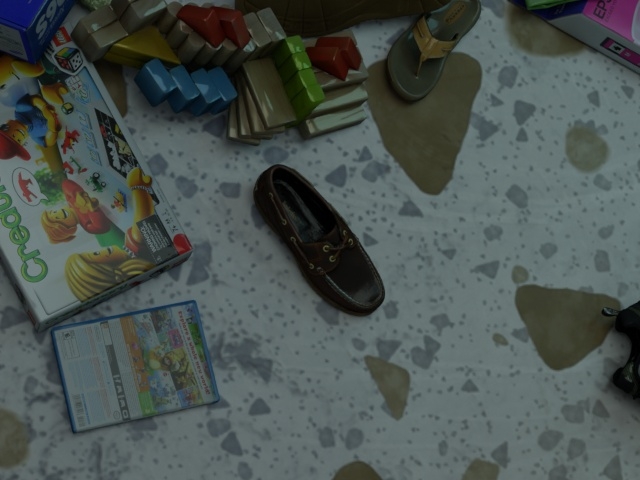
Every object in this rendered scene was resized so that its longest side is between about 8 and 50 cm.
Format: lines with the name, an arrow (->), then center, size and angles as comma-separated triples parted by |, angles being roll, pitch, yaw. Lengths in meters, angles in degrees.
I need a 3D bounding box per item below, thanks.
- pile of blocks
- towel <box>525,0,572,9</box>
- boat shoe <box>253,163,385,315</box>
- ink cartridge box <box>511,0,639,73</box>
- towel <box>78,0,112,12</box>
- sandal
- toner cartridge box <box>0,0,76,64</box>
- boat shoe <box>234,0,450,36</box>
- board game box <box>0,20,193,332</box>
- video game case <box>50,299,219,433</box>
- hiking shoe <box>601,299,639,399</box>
pile of blocks -> -0.096, -0.203, 1.785 | 0.362, 0.112, 0.149 | 8, 68, -22
towel -> 0.303, -0.363, 1.985 | 0.113, 0.023, 0.152 | -11, 63, 8
boat shoe -> 0.000, 0.000, 1.802 | 0.207, 0.073, 0.073 | 47, 67, 0
ink cartridge box -> 0.439, -0.300, 2.016 | 0.371, 0.069, 0.176 | 27, 69, -4
towel -> -0.272, -0.332, 1.848 | 0.148, 0.027, 0.110 | 38, 69, -3
sandal -> 0.142, -0.250, 1.924 | 0.072, 0.049, 0.180 | 39, 68, -2
toner cartridge box -> -0.318, -0.378, 1.791 | 0.165, 0.075, 0.348 | 23, 65, 9
boat shoe -> 0.024, -0.317, 1.897 | 0.277, 0.098, 0.096 | -8, 53, -14
board game box -> -0.299, -0.075, 1.751 | 0.193, 0.053, 0.305 | -27, 82, -21
video game case -> -0.205, 0.139, 1.736 | 0.166, 0.015, 0.119 | -11, 77, -18
hiking shoe -> 0.408, 0.177, 1.866 | 0.114, 0.086, 0.227 | -13, 72, -5
